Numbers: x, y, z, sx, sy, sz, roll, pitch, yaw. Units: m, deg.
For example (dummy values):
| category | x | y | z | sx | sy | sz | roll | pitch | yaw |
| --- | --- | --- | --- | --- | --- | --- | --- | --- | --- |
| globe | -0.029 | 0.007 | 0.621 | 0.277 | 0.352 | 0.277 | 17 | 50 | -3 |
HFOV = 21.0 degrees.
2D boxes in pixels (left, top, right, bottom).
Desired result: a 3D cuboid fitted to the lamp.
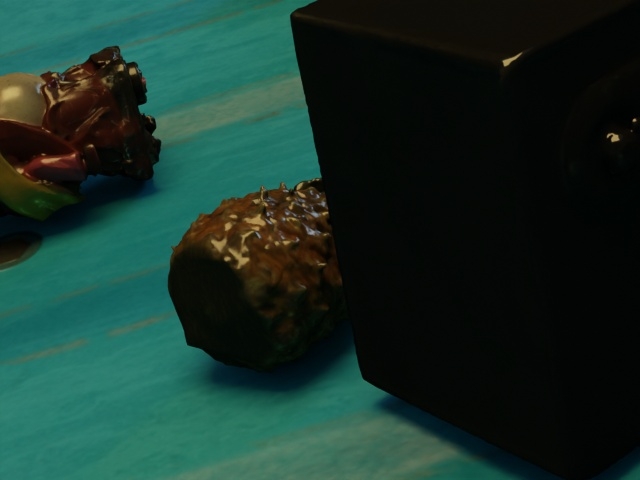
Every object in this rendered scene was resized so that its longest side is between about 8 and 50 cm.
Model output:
| category | x | y | z | sx | sy | sz | roll | pitch | yaw |
| --- | --- | --- | --- | --- | --- | --- | --- | --- | --- |
| lamp | -0.245 | -0.062 | 1.269 | 0.253 | 0.118 | 0.118 | -17 | 28 | -3 |

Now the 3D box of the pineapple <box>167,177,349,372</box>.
| category | x | y | z | sx | sy | sz | roll | pitch | yaw |
| --- | --- | --- | --- | --- | --- | --- | --- | --- | --- |
| pineapple | 0.000 | 0.000 | 1.046 | 0.108 | 0.108 | 0.198 | 12 | 33 | 41 |

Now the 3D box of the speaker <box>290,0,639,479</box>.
| category | x | y | z | sx | sy | sz | roll | pitch | yaw |
| --- | --- | --- | --- | --- | --- | --- | --- | --- | --- |
| speaker | 0.149 | -0.044 | 0.906 | 0.254 | 0.232 | 0.184 | -28 | 30 | -29 |
